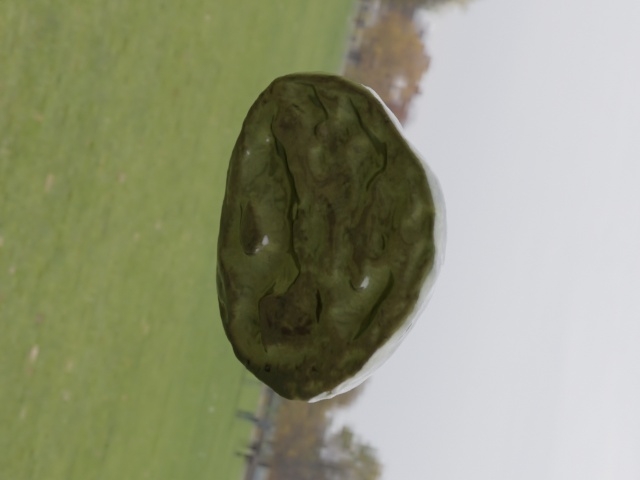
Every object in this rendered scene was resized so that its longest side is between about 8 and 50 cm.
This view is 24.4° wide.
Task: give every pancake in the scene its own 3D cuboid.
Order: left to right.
[{"bbox_3d":[0.000,0.000,1.311,0.049,0.294,0.294,3,105,-45],"label":"pancake"}]
